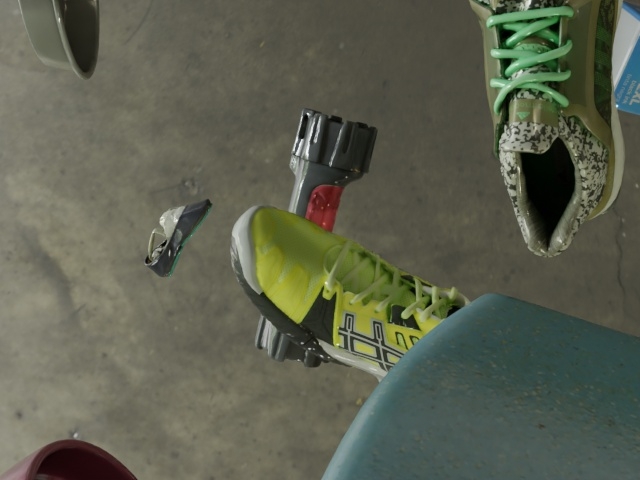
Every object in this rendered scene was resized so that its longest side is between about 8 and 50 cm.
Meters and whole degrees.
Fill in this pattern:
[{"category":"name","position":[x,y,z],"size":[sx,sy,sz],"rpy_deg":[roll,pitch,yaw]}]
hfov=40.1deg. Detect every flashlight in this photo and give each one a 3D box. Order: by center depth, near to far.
[{"category":"flashlight","position":[0.000,0.000,1.083],"size":[0.103,0.103,0.303],"rpy_deg":[9,102,-33]}]

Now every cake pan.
[{"category":"cake pan","position":[-0.354,-0.364,1.185],"size":[0.054,0.293,0.293],"rpy_deg":[-3,119,-2]}]

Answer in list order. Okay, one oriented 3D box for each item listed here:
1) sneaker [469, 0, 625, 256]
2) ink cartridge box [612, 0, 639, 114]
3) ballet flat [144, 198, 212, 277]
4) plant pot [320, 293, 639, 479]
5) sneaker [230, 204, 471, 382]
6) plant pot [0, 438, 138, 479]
[{"category":"sneaker","position":[0.222,-0.159,0.863],"size":[0.158,0.182,0.410],"rpy_deg":[-6,120,26]},{"category":"ink cartridge box","position":[0.548,-0.246,1.266],"size":[0.308,0.223,0.129],"rpy_deg":[14,116,-6]},{"category":"ballet flat","position":[-0.263,-0.010,1.565],"size":[0.074,0.074,0.203],"rpy_deg":[31,129,-8]},{"category":"plant pot","position":[0.114,0.178,0.467],"size":[0.248,0.252,0.247],"rpy_deg":[17,146,11]},{"category":"sneaker","position":[0.079,0.074,0.953],"size":[0.385,0.145,0.147],"rpy_deg":[35,137,-12]},{"category":"plant pot","position":[-0.241,0.296,0.730],"size":[0.180,0.201,0.201],"rpy_deg":[-32,110,10]}]
